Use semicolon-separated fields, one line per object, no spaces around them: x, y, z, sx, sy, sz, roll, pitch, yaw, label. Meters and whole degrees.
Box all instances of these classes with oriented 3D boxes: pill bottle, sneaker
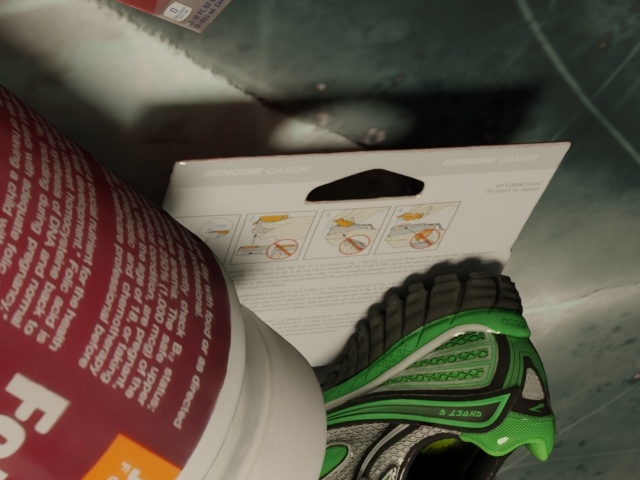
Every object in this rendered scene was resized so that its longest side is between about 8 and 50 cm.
-0.182;0.048;0.872;0.224;0.224;0.392;-33;134;18;pill bottle
0.028;0.171;1.165;0.134;0.146;0.343;11;137;-37;sneaker

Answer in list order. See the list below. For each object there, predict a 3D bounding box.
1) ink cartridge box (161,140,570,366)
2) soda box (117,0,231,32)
0.000;0.000;1.092;0.275;0.060;0.239;-4;142;-22;ink cartridge box
-0.020;-0.221;0.758;0.092;0.083;0.263;18;130;-43;soda box
